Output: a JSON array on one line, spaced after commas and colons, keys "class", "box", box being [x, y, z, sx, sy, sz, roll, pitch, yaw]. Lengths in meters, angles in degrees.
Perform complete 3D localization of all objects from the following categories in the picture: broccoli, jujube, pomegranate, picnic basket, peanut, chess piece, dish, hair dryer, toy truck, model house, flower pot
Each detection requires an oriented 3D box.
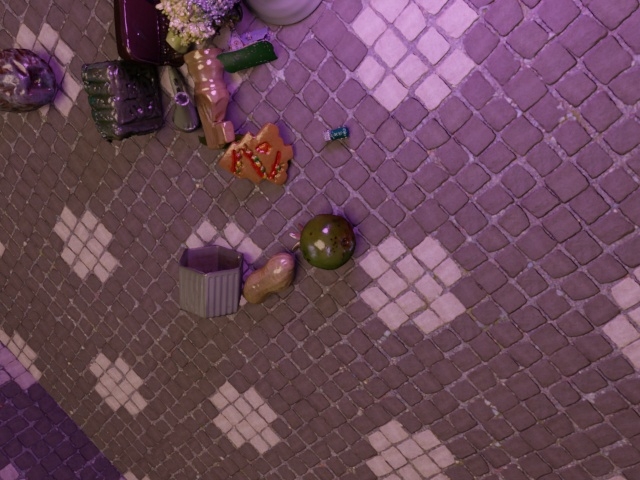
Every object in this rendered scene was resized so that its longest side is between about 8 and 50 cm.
[{"class": "broccoli", "box": [-0.343, -0.629, 1.414, 0.243, 0.246, 0.263, -38, 68, 33]}, {"class": "jujube", "box": [-1.133, -0.586, 1.856, 0.316, 0.226, 0.226, 4, 111, 29]}, {"class": "pomegranate", "box": [0.000, 0.000, 1.584, 0.224, 0.181, 0.182, 12, 116, 45]}, {"class": "picnic basket", "box": [-0.528, -0.674, 1.536, 0.129, 0.222, 0.297, 4, 97, 46]}, {"class": "peanut", "box": [-0.177, 0.138, 1.751, 0.125, 0.111, 0.274, 30, 132, -29]}, {"class": "chess piece", "box": [-0.338, -0.436, 1.571, 0.137, 0.137, 0.301, -1, 106, 25]}, {"class": "dish", "box": [-0.127, -0.760, 1.371, 0.316, 0.106, 0.317, 9, 113, 21]}, {"class": "hair dryer", "box": [-0.448, -0.474, 1.582, 0.092, 0.229, 0.267, -19, 104, -12]}, {"class": "toy truck", "box": [0.047, -0.317, 1.500, 0.083, 0.044, 0.039, -8, 103, 27]}, {"class": "model house", "box": [-0.220, -0.577, 1.485, 0.166, 0.117, 0.088, -14, 78, 10]}, {"class": "flower pot", "box": [-0.386, 0.143, 1.781, 0.239, 0.209, 0.190, 18, 116, 22]}]

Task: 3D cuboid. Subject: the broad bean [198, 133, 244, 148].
[{"class": "broad bean", "box": [-0.274, -0.321, 1.649, 0.297, 0.043, 0.060, 13, 124, 19]}]

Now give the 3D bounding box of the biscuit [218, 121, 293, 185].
[{"class": "biscuit", "box": [-0.203, -0.258, 1.581, 0.238, 0.041, 0.212, -10, 126, 0]}]

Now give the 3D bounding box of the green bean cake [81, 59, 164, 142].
[{"class": "green bean cake", "box": [-0.633, -0.461, 1.646, 0.131, 0.241, 0.255, 2, 110, 19]}]
